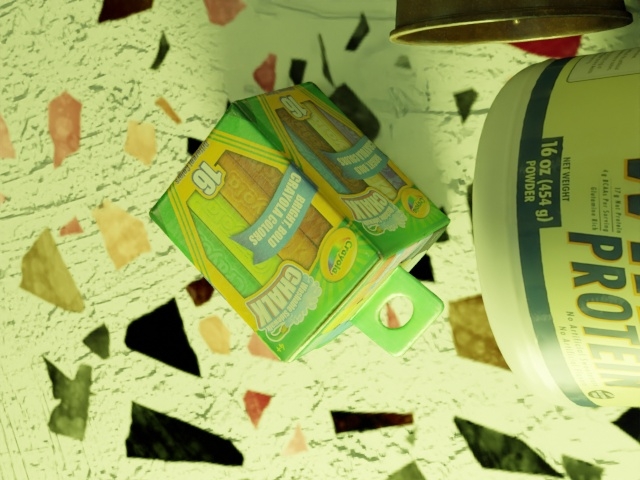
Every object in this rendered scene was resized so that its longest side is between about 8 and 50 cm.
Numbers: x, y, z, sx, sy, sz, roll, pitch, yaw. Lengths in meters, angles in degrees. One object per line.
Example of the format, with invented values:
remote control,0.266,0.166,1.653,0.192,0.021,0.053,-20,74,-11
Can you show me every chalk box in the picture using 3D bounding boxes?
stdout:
chalk box,0.000,0.000,1.070,0.213,0.132,0.132,46,119,12

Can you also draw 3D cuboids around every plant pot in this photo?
plant pot,0.127,-0.225,0.943,0.167,0.167,0.165,-1,93,28

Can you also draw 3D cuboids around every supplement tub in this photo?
supplement tub,0.283,-0.015,0.855,0.324,0.235,0.235,-5,99,29
